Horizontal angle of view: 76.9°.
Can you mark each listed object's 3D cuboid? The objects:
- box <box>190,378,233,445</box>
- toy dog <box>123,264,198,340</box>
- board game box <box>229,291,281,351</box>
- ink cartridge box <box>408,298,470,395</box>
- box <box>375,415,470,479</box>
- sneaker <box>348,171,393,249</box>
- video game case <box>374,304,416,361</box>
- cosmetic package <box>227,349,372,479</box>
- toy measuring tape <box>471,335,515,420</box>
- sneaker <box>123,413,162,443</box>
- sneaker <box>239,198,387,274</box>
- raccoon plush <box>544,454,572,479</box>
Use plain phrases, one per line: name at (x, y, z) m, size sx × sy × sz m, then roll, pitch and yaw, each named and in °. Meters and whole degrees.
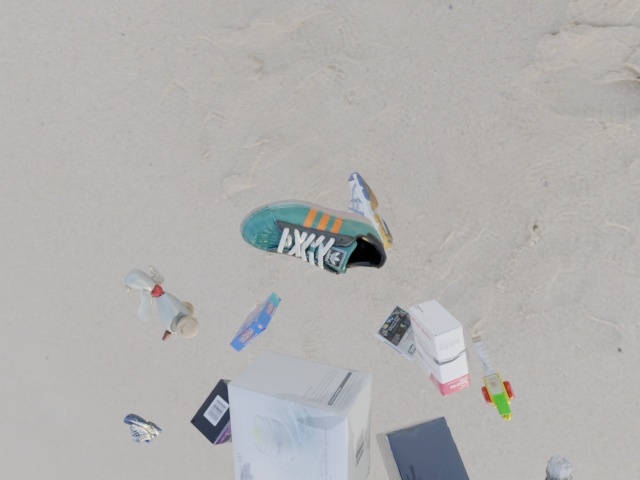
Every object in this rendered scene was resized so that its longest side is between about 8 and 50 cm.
box at (-0.275, 0.530, 1.255) m, size 0.108 × 0.207 × 0.153 m, roll 31°, pitch 80°, yaw 24°
toy dog at (-0.619, 0.262, 1.530) m, size 0.161 × 0.220 × 0.333 m, roll -43°, pitch 97°, yaw -4°
board game box at (-0.239, 0.300, 1.509) m, size 0.047 × 0.210 × 0.160 m, roll 45°, pitch 111°, yaw -8°
ink cartridge box at (0.371, 0.331, 1.268) m, size 0.100 × 0.172 × 0.236 m, roll -18°, pitch 113°, yaw -8°
box at (0.353, 0.802, 1.414) m, size 0.212 × 0.293 × 0.395 m, roll -15°, pitch 155°, yaw -5°
sneaker at (0.117, -0.084, 1.262) m, size 0.131 × 0.296 × 0.112 m, roll -29°, pitch 144°, yaw 22°
video game case at (0.334, 0.369, 1.627) m, size 0.173 × 0.190 × 0.022 m, roll 34°, pitch 137°, yaw 15°
cosmetic package at (-0.035, 0.348, 0.737) m, size 0.225 × 0.138 × 0.223 m, roll 5°, pitch 106°, yaw 24°
toy measuring tape at (0.669, 0.532, 1.578) m, size 0.122 × 0.121 × 0.329 m, roll -23°, pitch 78°, yaw 22°
sneaker at (-0.494, 0.523, 1.105) m, size 0.052 × 0.058 × 0.135 m, roll 15°, pitch 148°, yaw 37°
sneaker at (0.000, 0.000, 0.785) m, size 0.303 × 0.121 × 0.108 m, roll 3°, pitch 125°, yaw -27°
raccoon plush at (0.791, 0.954, 1.482) m, size 0.217 × 0.299 × 0.445 m, roll 9°, pitch 87°, yaw -21°
